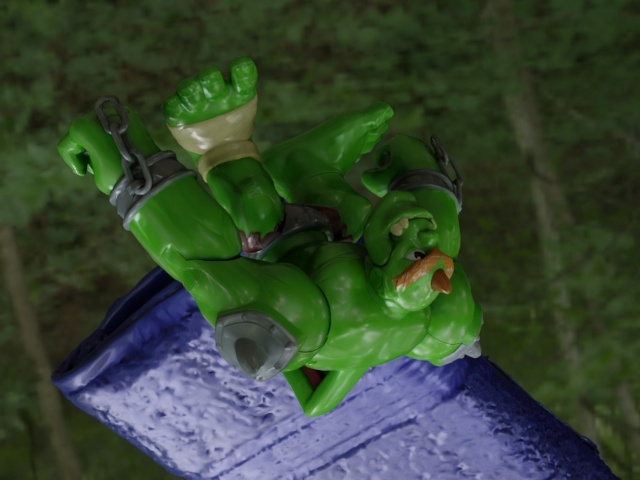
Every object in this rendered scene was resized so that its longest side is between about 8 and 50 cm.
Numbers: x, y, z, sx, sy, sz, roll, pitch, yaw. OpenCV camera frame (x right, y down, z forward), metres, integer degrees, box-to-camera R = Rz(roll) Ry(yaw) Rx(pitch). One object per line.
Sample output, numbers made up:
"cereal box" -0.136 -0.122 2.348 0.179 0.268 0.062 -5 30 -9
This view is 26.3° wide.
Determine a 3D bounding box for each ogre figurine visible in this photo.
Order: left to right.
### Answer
"ogre figurine" 0.000 0.000 0.549 0.097 0.118 0.197 -34 155 16

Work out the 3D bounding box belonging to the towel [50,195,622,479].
"towel" 0.015 0.111 0.854 0.227 0.308 0.076 -34 -156 33
